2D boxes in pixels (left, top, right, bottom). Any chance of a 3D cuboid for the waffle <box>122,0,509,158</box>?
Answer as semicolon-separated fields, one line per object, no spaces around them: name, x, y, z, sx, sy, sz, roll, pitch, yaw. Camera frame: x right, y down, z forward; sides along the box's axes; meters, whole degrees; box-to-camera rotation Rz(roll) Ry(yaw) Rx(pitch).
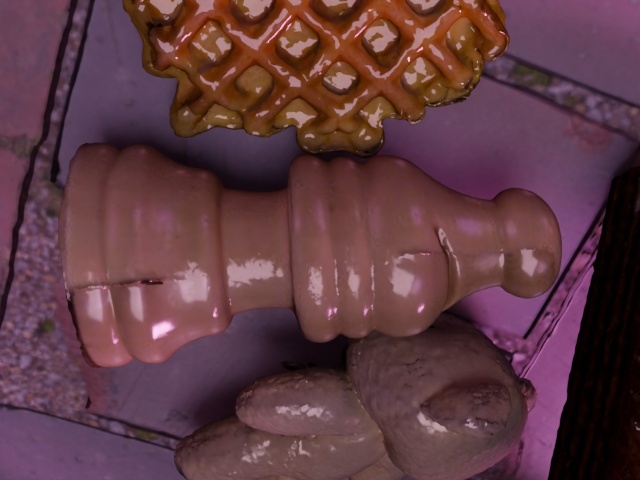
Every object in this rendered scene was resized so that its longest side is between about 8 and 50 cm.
waffle;-0.003;-0.163;0.448;0.238;0.058;0.243;-5;118;-2

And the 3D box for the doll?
doll;0.017;0.133;0.564;0.278;0.175;0.149;-26;76;20

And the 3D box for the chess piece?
chess piece;0.000;0.000;0.479;0.308;0.138;0.124;-3;138;2

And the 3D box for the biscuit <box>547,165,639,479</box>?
biscuit;0.214;0.138;0.469;0.107;0.073;0.388;19;77;-9
